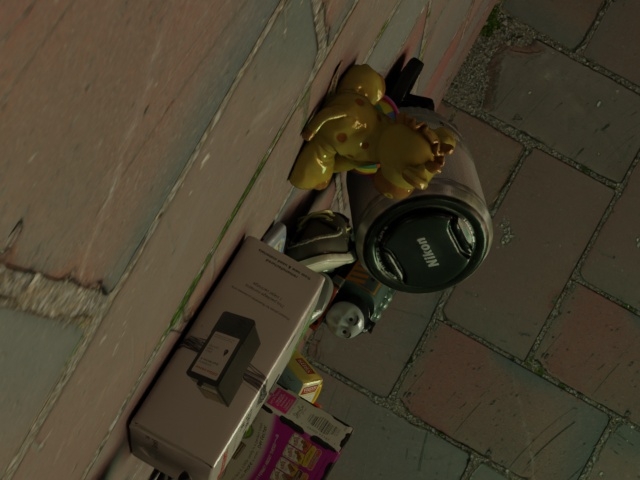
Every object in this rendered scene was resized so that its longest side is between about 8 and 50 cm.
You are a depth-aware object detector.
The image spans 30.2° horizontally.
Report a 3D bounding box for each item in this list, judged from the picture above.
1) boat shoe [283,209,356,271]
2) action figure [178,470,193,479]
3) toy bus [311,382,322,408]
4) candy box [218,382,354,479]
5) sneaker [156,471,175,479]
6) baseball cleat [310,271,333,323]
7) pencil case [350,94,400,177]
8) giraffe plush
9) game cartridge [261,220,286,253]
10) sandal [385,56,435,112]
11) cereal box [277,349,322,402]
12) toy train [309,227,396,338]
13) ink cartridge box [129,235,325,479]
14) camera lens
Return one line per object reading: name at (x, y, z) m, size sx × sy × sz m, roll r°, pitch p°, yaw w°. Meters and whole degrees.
boat shoe at (-0.005, 0.001, 1.822) m, size 0.305 × 0.109 × 0.091 m, roll -13°, pitch 91°, yaw -83°
action figure at (-0.241, 0.401, 1.357) m, size 0.330 × 0.178 × 0.341 m, roll -49°, pitch 130°, yaw -9°
toy bus at (-0.069, 0.275, 2.078) m, size 0.149 × 0.211 × 0.220 m, roll -54°, pitch 170°, yaw -45°
candy box at (-0.093, 0.268, 1.621) m, size 0.159 × 0.233 × 0.071 m, roll -62°, pitch 174°, yaw 27°
sneaker at (-0.208, 0.336, 1.917) m, size 0.098 × 0.083 × 0.224 m, roll -34°, pitch -168°, yaw 41°
baseball cleat at (-0.056, 0.111, 1.826) m, size 0.206 × 0.072 × 0.109 m, roll -41°, pitch 167°, yaw -19°
pencil case at (0.070, -0.153, 1.747) m, size 0.104 × 0.104 × 0.236 m, roll -61°, pitch 177°, yaw -3°
giraffe plush at (0.079, -0.124, 1.514) m, size 0.181 × 0.170 × 0.210 m, roll -59°, pitch 175°, yaw -20°
game cartridge at (-0.068, 0.014, 1.638) m, size 0.056 × 0.017 × 0.083 m, roll -55°, pitch 165°, yaw -39°
sandal at (0.154, -0.206, 2.215) m, size 0.168 × 0.107 × 0.446 m, roll -60°, pitch 175°, yaw -15°
cereal box at (-0.105, 0.236, 1.720) m, size 0.047 × 0.173 × 0.240 m, roll -3°, pitch 130°, yaw -46°
toy train at (0.044, 0.071, 2.175) m, size 0.142 × 0.190 × 0.334 m, roll -63°, pitch 175°, yaw 23°
ink cartridge box at (-0.115, 0.160, 1.467) m, size 0.273 × 0.114 × 0.198 m, roll -59°, pitch 175°, yaw -22°
camera lens at (0.156, -0.065, 1.951) m, size 0.274 × 0.219 × 0.219 m, roll -97°, pitch -153°, yaw -51°
